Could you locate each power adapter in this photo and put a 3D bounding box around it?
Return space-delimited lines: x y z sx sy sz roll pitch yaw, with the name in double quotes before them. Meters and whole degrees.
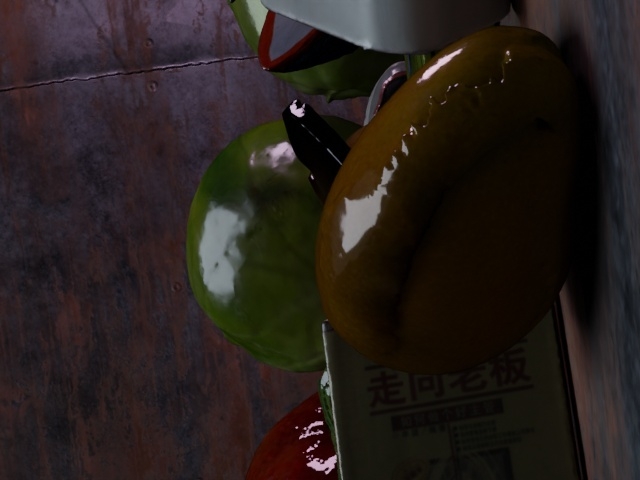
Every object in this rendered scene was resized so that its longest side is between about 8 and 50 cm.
"power adapter" 0.030 -0.273 1.002 0.187 0.124 0.255 29 136 44

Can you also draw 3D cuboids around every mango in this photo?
"mango" 0.078 -0.018 0.856 0.136 0.166 0.236 38 134 22

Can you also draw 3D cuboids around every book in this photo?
"book" 0.092 0.151 0.981 0.026 0.161 0.231 34 -133 -69

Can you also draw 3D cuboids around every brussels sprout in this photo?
"brussels sprout" 0.012 -0.309 1.717 0.273 0.243 0.316 56 -163 -25
"brussels sprout" 0.000 0.000 1.845 0.268 0.344 0.344 -37 -60 -80

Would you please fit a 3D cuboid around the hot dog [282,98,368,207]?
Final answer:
"hot dog" 0.087 0.003 1.207 0.194 0.107 0.326 46 165 34

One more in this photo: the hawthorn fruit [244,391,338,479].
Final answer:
"hawthorn fruit" 0.064 0.291 1.445 0.265 0.265 0.307 -96 -7 -66

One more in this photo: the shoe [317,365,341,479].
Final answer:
"shoe" 0.088 0.161 1.125 0.140 0.128 0.262 34 156 43

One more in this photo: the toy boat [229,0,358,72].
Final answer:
"toy boat" -0.013 -0.281 1.153 0.219 0.072 0.318 -51 -38 -29

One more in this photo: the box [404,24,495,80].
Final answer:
"box" 0.103 -0.162 1.222 0.220 0.064 0.141 67 -165 -82

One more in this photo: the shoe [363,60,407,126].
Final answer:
"shoe" 0.092 -0.089 1.459 0.125 0.099 0.227 63 -167 -65
